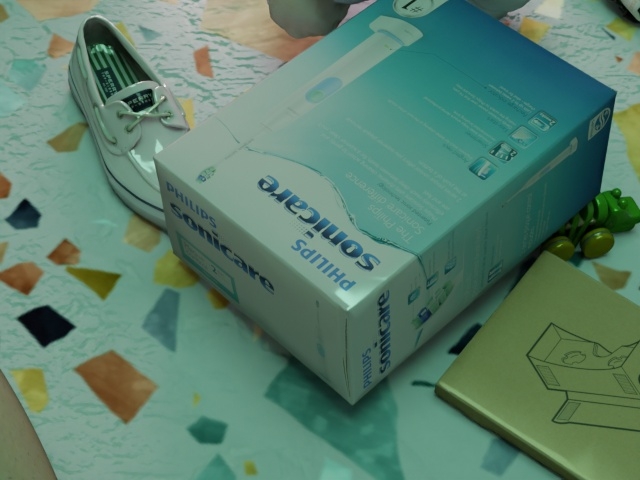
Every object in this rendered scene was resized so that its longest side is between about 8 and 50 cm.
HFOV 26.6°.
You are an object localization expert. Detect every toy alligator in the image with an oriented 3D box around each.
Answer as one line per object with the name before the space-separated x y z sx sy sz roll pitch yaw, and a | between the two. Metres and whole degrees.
toy alligator | 0.235 -0.023 1.150 0.190 0.051 0.056 -12 53 -15

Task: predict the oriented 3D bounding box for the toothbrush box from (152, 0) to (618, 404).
toothbrush box | 0.052 -0.051 1.066 0.295 0.126 0.216 -38 58 -25

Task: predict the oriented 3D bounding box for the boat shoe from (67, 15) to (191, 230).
boat shoe | -0.160 -0.102 1.158 0.083 0.076 0.226 -26 58 -24

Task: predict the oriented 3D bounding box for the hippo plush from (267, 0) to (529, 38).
hippo plush | 0.090 -0.254 1.251 0.236 0.294 0.234 25 69 -19

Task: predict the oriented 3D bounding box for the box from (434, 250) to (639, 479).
box | 0.216 0.113 1.050 0.201 0.021 0.164 32 59 19

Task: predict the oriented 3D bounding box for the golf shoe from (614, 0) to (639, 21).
golf shoe | 0.304 -0.270 1.345 0.198 0.077 0.094 19 52 11

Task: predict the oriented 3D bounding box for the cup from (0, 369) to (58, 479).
cup | -0.264 0.211 0.773 0.237 0.331 0.331 44 56 -2
